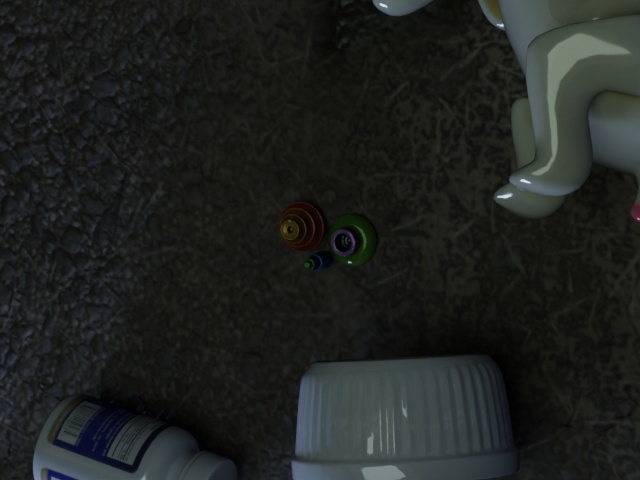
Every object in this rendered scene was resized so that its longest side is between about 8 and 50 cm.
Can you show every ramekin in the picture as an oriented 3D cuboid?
[{"bbox_3d":[0.076,0.160,1.612,0.207,0.207,0.109,-4,87,26],"label":"ramekin"}]

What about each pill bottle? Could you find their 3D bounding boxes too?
[{"bbox_3d":[-0.185,0.233,1.794,0.187,0.112,0.112,17,105,23],"label":"pill bottle"}]

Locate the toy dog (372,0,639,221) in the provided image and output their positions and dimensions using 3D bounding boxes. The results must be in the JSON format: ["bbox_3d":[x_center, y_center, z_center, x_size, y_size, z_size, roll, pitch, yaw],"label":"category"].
[{"bbox_3d":[0.284,-0.160,1.450,0.395,0.284,0.408,-33,80,-16],"label":"toy dog"}]

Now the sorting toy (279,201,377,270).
[{"bbox_3d":[0.000,0.000,1.709,0.102,0.042,0.061,15,104,23],"label":"sorting toy"}]
